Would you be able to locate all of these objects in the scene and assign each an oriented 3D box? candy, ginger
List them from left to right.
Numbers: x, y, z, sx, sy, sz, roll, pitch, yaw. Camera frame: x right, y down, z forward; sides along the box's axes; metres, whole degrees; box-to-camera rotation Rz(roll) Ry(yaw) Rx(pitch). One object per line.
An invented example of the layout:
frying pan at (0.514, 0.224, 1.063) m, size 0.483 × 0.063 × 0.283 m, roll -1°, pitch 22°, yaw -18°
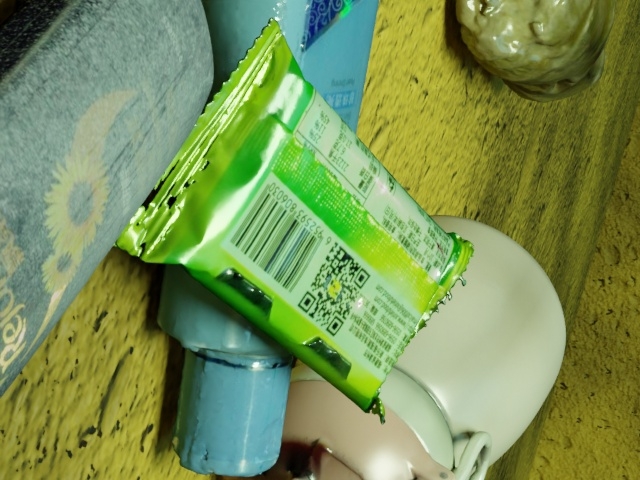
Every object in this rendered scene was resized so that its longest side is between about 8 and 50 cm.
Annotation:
candy at (-0.001, 0.000, 0.523) m, size 0.178 × 0.032 × 0.102 m, roll 42°, pitch 72°, yaw -47°
ginger at (0.176, -0.173, 0.995) m, size 0.263 × 0.109 × 0.117 m, roll 14°, pitch 87°, yaw -73°

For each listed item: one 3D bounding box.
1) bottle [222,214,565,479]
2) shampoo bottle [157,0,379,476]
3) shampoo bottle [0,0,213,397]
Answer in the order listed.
bottle at (0.039, 0.095, 0.726) m, size 0.236 × 0.147 × 0.148 m, roll -44°, pitch 144°, yaw -52°
shampoo bottle at (-0.025, -0.020, 0.564) m, size 0.104 × 0.061 × 0.259 m, roll -18°, pitch 121°, yaw -59°
shampoo bottle at (-0.102, 0.002, 0.366) m, size 0.087 × 0.049 × 0.234 m, roll 84°, pitch 26°, yaw -43°
